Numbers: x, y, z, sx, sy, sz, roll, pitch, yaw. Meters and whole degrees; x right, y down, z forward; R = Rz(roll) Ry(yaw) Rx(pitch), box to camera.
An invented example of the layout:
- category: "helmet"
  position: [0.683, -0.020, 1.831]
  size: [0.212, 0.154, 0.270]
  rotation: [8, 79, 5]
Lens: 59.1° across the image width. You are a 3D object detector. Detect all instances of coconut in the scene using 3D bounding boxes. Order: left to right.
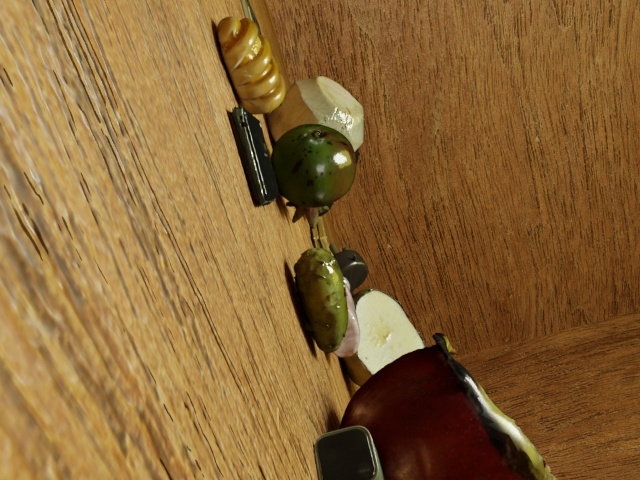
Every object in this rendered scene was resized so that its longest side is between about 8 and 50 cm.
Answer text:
- category: "coconut"
  position: [-0.013, -0.264, 1.371]
  size: [0.241, 0.241, 0.241]
  rotation: [-15, 90, -86]

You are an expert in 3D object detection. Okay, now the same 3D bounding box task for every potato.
- category: "potato"
  position: [0.005, 0.114, 1.035]
  size: [0.117, 0.090, 0.226]
  rotation: [-111, -171, -58]
- category: "potato"
  position: [0.140, 0.298, 1.625]
  size: [0.246, 0.196, 0.300]
  rotation: [-42, 103, -40]

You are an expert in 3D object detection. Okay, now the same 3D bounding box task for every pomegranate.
- category: "pomegranate"
  position: [-0.017, -0.130, 1.177]
  size: [0.224, 0.181, 0.182]
  rotation: [92, -10, -46]

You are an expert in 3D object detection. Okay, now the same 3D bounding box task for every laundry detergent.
- category: "laundry detergent"
  position: [0.039, 0.160, 1.385]
  size: [0.335, 0.087, 0.159]
  rotation: [-93, 166, -77]

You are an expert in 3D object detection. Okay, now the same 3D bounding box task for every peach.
- category: "peach"
  position: [0.218, 0.361, 0.972]
  size: [0.339, 0.353, 0.416]
  rotation: [45, -39, 3]

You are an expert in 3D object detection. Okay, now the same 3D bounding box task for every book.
- category: "book"
  position: [-0.162, -0.511, 1.602]
  size: [0.228, 0.018, 0.323]
  rotation: [32, 42, -84]

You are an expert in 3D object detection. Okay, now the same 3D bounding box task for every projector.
- category: "projector"
  position: [0.043, 0.323, 0.806]
  size: [0.082, 0.083, 0.083]
  rotation: [71, 5, -49]

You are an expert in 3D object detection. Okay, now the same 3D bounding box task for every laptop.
- category: "laptop"
  position: [-0.102, -0.135, 0.939]
  size: [0.207, 0.026, 0.154]
  rotation: [-71, 145, -84]

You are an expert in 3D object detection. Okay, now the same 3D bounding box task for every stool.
- category: "stool"
  position: [0.060, 0.103, 1.630]
  size: [0.121, 0.125, 0.217]
  rotation: [49, -37, 39]

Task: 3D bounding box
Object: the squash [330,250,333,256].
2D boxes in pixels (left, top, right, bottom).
- category: "squash"
  position: [0.044, 0.093, 1.886]
  size: [0.229, 0.066, 0.066]
  rotation: [70, 6, -65]

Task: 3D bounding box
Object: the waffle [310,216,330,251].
- category: "waffle"
  position: [0.000, -0.001, 1.760]
  size: [0.148, 0.042, 0.103]
  rotation: [-99, 173, -63]

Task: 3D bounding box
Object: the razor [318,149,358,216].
- category: "razor"
  position: [0.026, -0.203, 1.715]
  size: [0.349, 0.113, 0.205]
  rotation: [-52, 157, -66]

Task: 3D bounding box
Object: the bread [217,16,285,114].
- category: "bread"
  position: [-0.117, -0.298, 0.970]
  size: [0.119, 0.084, 0.177]
  rotation: [-102, 171, -46]
